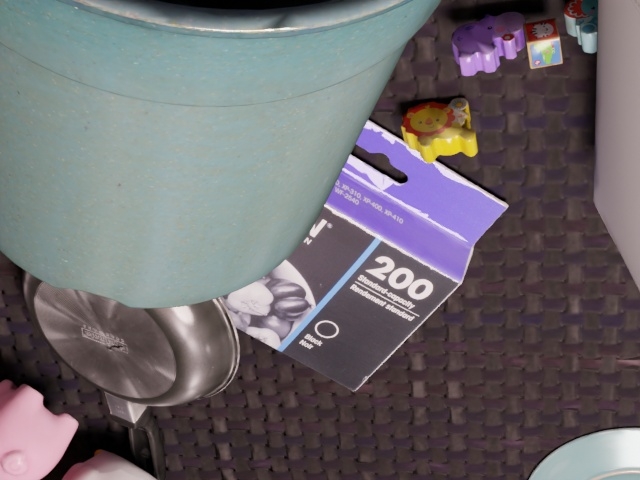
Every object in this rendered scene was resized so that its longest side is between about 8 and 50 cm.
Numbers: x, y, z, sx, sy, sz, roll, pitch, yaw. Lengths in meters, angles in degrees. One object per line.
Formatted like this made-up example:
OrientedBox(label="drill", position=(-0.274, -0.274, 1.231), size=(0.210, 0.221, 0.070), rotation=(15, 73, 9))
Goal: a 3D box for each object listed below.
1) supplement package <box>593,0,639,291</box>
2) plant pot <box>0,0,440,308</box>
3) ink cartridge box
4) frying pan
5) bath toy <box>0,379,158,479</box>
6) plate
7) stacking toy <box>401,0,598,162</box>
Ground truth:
OrientedBox(label="supplement package", position=(0.277, -0.092, 0.991), size=(0.177, 0.175, 0.293), rotation=(-13, 134, -6))
OrientedBox(label="plant pot", position=(-0.088, -0.150, 0.935), size=(0.341, 0.341, 0.334), rotation=(14, 146, -4))
OrientedBox(label="ink cartridge box", position=(0.000, 0.000, 1.225), size=(0.206, 0.045, 0.208), rotation=(30, 125, -14))
OrientedBox(label="frying pan", position=(-0.177, 0.095, 1.308), size=(0.197, 0.053, 0.326), rotation=(34, 139, 2))
OrientedBox(label="bath toy", position=(-0.285, 0.172, 1.338), size=(0.348, 0.129, 0.151), rotation=(39, 161, -17))
OrientedBox(label="plate", position=(0.269, 0.235, 1.391), size=(0.188, 0.024, 0.188), rotation=(3, 128, 4))
OrientedBox(label="stacking toy", position=(0.154, -0.142, 1.089), size=(0.221, 0.052, 0.167), rotation=(-8, 134, 6))
